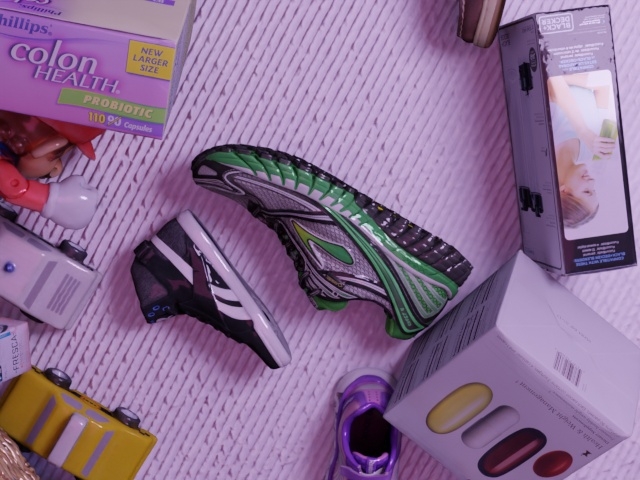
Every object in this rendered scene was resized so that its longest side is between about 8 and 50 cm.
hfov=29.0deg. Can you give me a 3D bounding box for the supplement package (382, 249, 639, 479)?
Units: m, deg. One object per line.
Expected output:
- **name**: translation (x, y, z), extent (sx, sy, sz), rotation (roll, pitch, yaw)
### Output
- **supplement package**: translation (0.218, 0.163, 1.392), extent (0.194, 0.149, 0.203), rotation (39, 128, -7)

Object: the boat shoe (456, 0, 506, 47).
- **boat shoe**: translation (0.162, -0.391, 1.407), extent (0.123, 0.123, 0.342), rotation (3, 95, 10)

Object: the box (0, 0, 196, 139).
- **box**: translation (-0.247, -0.233, 1.312), extent (0.214, 0.243, 0.117), rotation (10, 124, -5)

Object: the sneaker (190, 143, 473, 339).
- **sneaker**: translation (0.000, 0.000, 1.415), extent (0.344, 0.134, 0.146), rotation (31, 93, -7)

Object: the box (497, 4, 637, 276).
- **box**: translation (0.278, -0.112, 1.408), extent (0.087, 0.169, 0.290), rotation (-7, 94, -6)

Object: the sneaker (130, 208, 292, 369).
- **sneaker**: translation (-0.138, 0.083, 1.447), extent (0.121, 0.079, 0.217), rotation (-36, 88, 3)

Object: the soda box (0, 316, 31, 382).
- **soda box**: translation (-0.411, 0.112, 1.384), extent (0.183, 0.063, 0.058), rotation (7, 107, 31)

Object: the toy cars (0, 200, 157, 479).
- **toy cars**: translation (-0.321, 0.126, 1.428), extent (0.176, 0.087, 0.393), rotation (-18, 96, -2)

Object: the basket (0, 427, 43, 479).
- **basket**: translation (-0.392, 0.328, 1.286), extent (0.213, 0.223, 0.299), rotation (-36, 97, -1)

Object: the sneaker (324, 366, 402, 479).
- **sneaker**: translation (0.054, 0.274, 1.459), extent (0.095, 0.104, 0.236), rotation (1, 96, -5)

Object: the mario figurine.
- **mario figurine**: translation (-0.369, -0.067, 1.380), extent (0.320, 0.170, 0.198), rotation (-34, 98, -14)
